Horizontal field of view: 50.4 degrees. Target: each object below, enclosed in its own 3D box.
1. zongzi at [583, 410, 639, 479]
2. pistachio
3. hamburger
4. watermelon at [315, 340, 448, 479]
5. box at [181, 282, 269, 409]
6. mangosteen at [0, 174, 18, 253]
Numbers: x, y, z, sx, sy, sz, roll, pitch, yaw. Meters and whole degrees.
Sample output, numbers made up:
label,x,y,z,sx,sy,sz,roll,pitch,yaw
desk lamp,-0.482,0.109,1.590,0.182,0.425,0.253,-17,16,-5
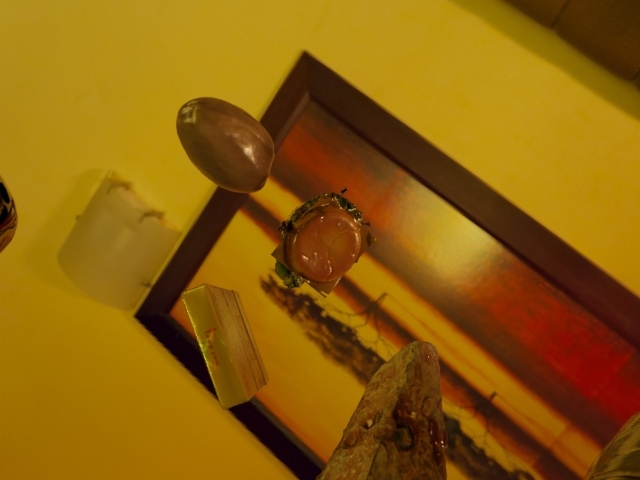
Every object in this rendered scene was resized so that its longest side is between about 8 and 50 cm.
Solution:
label,x,y,z,sx,sy,sz,roll,pitch,yaw
zongzi,0.223,0.257,0.370,0.300,0.145,0.274,-26,-107,-36
pistachio,-0.139,-0.143,1.009,0.185,0.126,0.108,53,-155,-44
hamburger,-0.004,0.001,1.184,0.164,0.189,0.093,54,171,-27
watermelon,0.063,0.195,0.530,0.154,0.094,0.241,29,-130,-19
box,-0.126,0.143,0.952,0.279,0.041,0.153,77,172,-83
mangosteen,-0.407,-0.021,0.598,0.243,0.243,0.243,31,-163,-11
